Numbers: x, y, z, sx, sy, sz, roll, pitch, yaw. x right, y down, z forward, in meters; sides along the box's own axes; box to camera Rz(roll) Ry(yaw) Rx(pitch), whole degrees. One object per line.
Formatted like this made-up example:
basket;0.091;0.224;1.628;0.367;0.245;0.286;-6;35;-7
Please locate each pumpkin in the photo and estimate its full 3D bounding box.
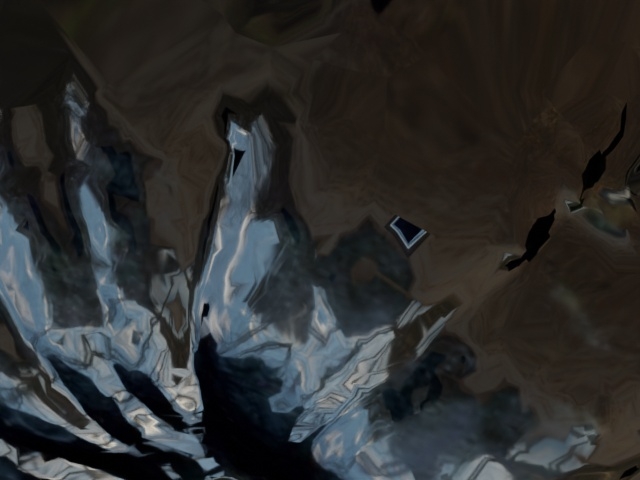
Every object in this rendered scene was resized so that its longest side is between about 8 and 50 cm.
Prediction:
pumpkin;0.000;0.000;0.484;0.363;0.363;0.266;51;-140;-26
